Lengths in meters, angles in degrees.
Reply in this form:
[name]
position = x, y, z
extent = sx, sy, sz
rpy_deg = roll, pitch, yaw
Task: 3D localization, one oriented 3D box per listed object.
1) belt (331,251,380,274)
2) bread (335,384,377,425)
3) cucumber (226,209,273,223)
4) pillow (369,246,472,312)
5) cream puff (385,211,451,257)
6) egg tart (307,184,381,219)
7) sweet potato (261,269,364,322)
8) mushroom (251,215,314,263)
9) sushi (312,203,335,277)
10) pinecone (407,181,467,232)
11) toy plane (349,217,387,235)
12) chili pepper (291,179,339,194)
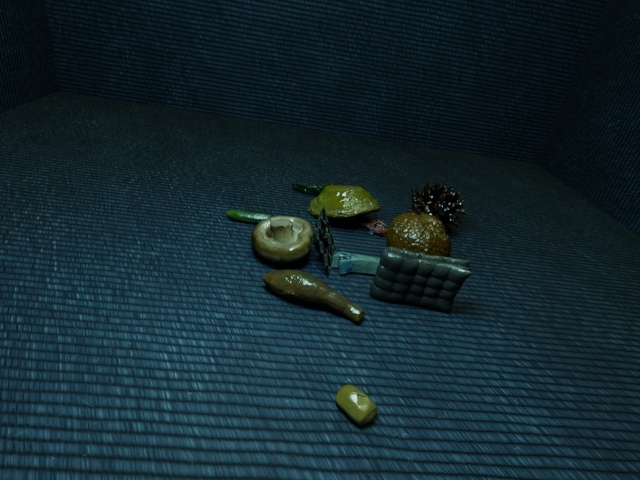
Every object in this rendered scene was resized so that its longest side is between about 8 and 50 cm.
[belt]
position = 0.197, 0.102, 1.662
extent = 0.301, 0.072, 0.087
rpy_deg = 7, 28, -7
[bread]
position = 0.096, 0.430, 1.087
extent = 0.082, 0.056, 0.115
rpy_deg = -13, 38, -37
[cucumber]
position = -0.307, -0.104, 1.866
extent = 0.249, 0.056, 0.056
rpy_deg = 6, 30, -3
[pillow]
position = 0.361, 0.141, 1.494
extent = 0.325, 0.228, 0.101
rpy_deg = 12, 36, 0
[cream puff]
position = 0.428, -0.011, 1.754
extent = 0.302, 0.212, 0.303
rpy_deg = 21, 21, -8
[egg tart]
position = 0.132, -0.193, 2.009
extent = 0.338, 0.153, 0.351
rpy_deg = -6, 14, -21
[sweet potato]
position = -0.025, 0.178, 1.430
extent = 0.384, 0.109, 0.109
rpy_deg = 18, 31, 12
[mushroom]
position = -0.147, -0.010, 1.657
extent = 0.277, 0.146, 0.278
rpy_deg = -1, 33, 1
[sushi]
position = 0.000, 0.000, 1.659
extent = 0.047, 0.220, 0.231
rpy_deg = -8, 27, 15
[pinecone]
position = 0.593, -0.170, 2.085
extent = 0.295, 0.243, 0.298
rpy_deg = 15, 24, 11
[toy plane]
position = 0.232, -0.069, 1.971
extent = 0.193, 0.077, 0.126
rpy_deg = 5, 26, 5
[chili pepper]
position = -0.016, -0.288, 2.265
extent = 0.278, 0.065, 0.122
rpy_deg = -2, 36, -14
